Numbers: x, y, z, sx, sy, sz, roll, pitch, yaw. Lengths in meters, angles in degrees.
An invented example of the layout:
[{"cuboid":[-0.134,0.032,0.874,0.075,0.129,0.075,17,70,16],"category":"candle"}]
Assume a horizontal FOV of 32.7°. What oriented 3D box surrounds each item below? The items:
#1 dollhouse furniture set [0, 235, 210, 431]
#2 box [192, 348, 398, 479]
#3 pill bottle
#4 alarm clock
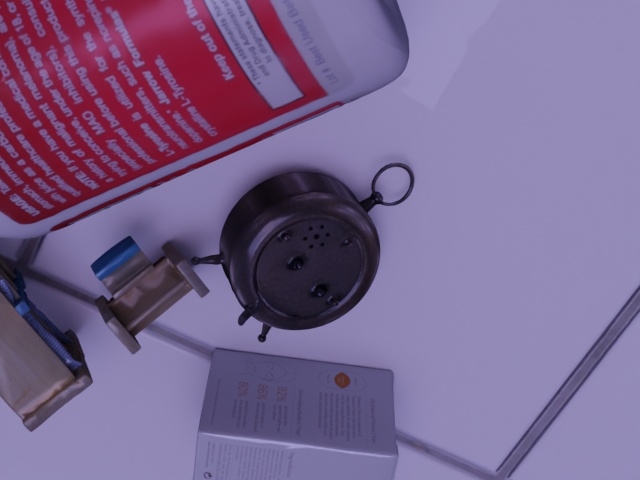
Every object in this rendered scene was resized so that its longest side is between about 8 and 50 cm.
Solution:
[{"cuboid":[-0.217,0.037,0.926,0.184,0.129,0.129,-39,112,-7],"category":"dollhouse furniture set"},{"cuboid":[-0.022,0.178,0.973,0.170,0.130,0.091,8,117,-2],"category":"box"},{"cuboid":[-0.163,-0.139,0.756,0.408,0.229,0.229,-22,115,12],"category":"pill bottle"},{"cuboid":[0.000,0.000,0.907,0.192,0.064,0.129,-38,122,0],"category":"alarm clock"}]
